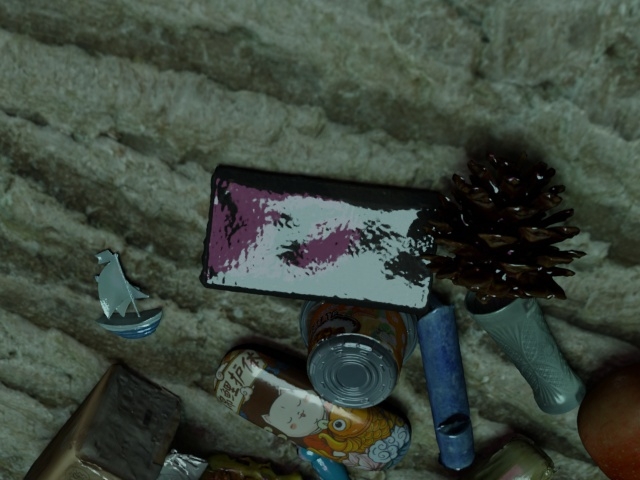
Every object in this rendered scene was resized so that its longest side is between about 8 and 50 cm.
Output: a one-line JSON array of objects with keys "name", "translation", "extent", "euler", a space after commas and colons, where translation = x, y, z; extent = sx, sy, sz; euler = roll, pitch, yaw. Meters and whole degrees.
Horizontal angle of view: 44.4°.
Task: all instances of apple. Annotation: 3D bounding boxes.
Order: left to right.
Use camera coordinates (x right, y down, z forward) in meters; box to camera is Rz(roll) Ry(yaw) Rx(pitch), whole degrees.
[{"name": "apple", "translation": [0.457, 0.261, 1.087], "extent": [0.181, 0.181, 0.168], "euler": [42, 114, -15]}]

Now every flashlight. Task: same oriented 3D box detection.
[{"name": "flashlight", "translation": [0.009, 0.364, 1.290], "extent": [0.051, 0.051, 0.129], "euler": [-31, 114, 23]}]

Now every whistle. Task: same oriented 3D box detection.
[{"name": "whistle", "translation": [0.186, 0.212, 1.171], "extent": [0.062, 0.062, 0.304], "euler": [-6, 118, 12]}]

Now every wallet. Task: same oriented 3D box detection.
[{"name": "wallet", "translation": [0.000, 0.000, 1.071], "extent": [0.321, 0.044, 0.170], "euler": [7, 99, 5]}]

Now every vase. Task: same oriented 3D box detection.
[{"name": "vase", "translation": [0.295, 0.148, 1.103], "extent": [0.096, 0.096, 0.219], "euler": [-27, 115, 21]}]

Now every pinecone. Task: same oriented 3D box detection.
[{"name": "pinecone", "translation": [0.225, -0.014, 0.966], "extent": [0.207, 0.208, 0.208], "euler": [4, 119, 6]}]

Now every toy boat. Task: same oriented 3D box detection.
[{"name": "toy boat", "translation": [-0.311, 0.093, 1.192], "extent": [0.105, 0.034, 0.149], "euler": [-31, 111, 20]}]

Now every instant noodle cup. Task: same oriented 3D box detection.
[{"name": "instant noodle cup", "translation": [0.049, 0.158, 1.123], "extent": [0.177, 0.125, 0.208], "euler": [-33, 109, 24]}]

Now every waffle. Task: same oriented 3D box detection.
[{"name": "waffle", "translation": [-0.114, 0.478, 1.333], "extent": [0.262, 0.060, 0.280], "euler": [-35, 94, 14]}]

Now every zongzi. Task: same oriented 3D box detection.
[{"name": "zongzi", "translation": [0.245, 0.385, 1.203], "extent": [0.197, 0.099, 0.194], "euler": [6, 124, -34]}]

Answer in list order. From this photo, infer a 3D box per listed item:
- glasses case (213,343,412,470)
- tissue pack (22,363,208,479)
[{"name": "glasses case", "translation": [-0.012, 0.260, 1.213], "extent": [0.321, 0.082, 0.122], "euler": [26, 126, -6]}, {"name": "tissue pack", "translation": [-0.344, 0.397, 1.265], "extent": [0.238, 0.238, 0.305], "euler": [36, 117, -12]}]
